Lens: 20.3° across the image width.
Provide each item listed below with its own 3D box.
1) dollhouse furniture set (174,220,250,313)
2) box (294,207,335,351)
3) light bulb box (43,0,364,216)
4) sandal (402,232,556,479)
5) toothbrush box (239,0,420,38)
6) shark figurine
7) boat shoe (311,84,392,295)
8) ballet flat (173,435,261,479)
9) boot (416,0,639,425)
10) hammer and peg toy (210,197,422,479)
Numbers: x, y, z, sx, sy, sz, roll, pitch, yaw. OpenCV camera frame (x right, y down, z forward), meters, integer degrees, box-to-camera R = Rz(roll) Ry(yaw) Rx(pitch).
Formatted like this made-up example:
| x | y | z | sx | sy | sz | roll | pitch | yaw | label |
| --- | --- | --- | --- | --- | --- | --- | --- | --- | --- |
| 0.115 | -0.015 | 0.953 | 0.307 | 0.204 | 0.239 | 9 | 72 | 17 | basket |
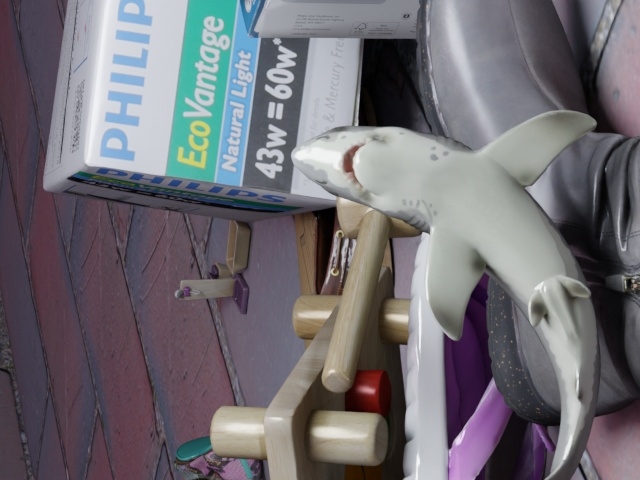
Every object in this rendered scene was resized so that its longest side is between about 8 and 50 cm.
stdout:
| x | y | z | sx | sy | sz | roll | pitch | yaw | label |
| --- | --- | --- | --- | --- | --- | --- | --- | --- | --- |
| -0.132 | 0.018 | 2.070 | 0.091 | 0.081 | 0.114 | -123 | 35 | -57 | dollhouse furniture set |
| 0.000 | 0.000 | 1.739 | 0.164 | 0.021 | 0.201 | 138 | 128 | -76 | box |
| -0.102 | -0.208 | 1.589 | 0.361 | 0.225 | 0.358 | 176 | 101 | -75 | light bulb box |
| 0.121 | 0.162 | 1.282 | 0.169 | 0.102 | 0.416 | 45 | -132 | -68 | sandal |
| 0.035 | -0.300 | 1.322 | 0.126 | 0.216 | 0.295 | 115 | 149 | -53 | toothbrush box |
| 0.117 | 0.034 | 1.076 | 0.278 | 0.166 | 0.116 | 63 | 177 | 0 | shark figurine |
| 0.019 | -0.042 | 1.624 | 0.073 | 0.073 | 0.207 | 128 | 139 | -70 | boat shoe |
| -0.119 | 0.269 | 2.096 | 0.079 | 0.077 | 0.221 | 67 | 160 | 1 | ballet flat |
| 0.176 | -0.052 | 1.123 | 0.223 | 0.118 | 0.338 | -28 | 76 | 67 | boot |
| 0.012 | 0.135 | 1.322 | 0.266 | 0.127 | 0.361 | -54 | -38 | -59 | hammer and peg toy |
